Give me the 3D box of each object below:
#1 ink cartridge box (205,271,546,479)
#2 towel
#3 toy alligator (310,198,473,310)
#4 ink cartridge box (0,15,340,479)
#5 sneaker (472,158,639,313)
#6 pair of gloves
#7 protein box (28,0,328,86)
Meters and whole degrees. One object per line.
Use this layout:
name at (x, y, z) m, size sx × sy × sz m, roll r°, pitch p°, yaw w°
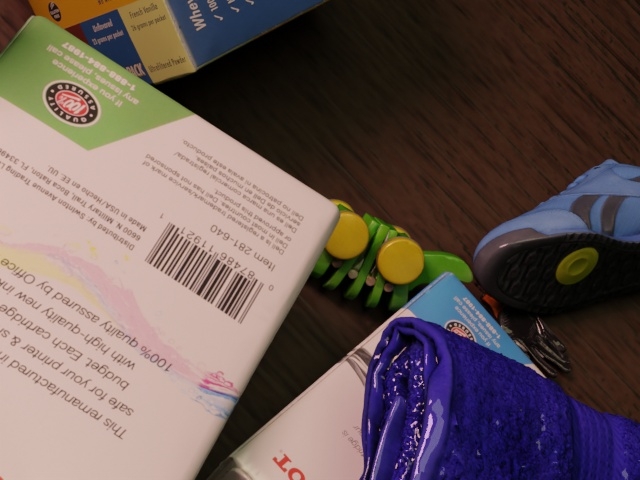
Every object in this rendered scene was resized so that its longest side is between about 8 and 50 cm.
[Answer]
ink cartridge box at (0.045, 0.130, 0.909) m, size 0.191 × 0.082 × 0.139 m, roll -38°, pitch 84°, yaw -34°
towel at (0.136, 0.193, 0.845) m, size 0.308 × 0.076 × 0.227 m, roll 27°, pitch 68°, yaw -32°
toy alligator at (0.000, 0.000, 0.984) m, size 0.190 × 0.056 × 0.051 m, roll 24°, pitch 96°, yaw -11°
ink cartridge box at (-0.144, 0.051, 0.844) m, size 0.201 × 0.117 × 0.278 m, roll 33°, pitch 54°, yaw -4°
sneaker at (0.174, -0.009, 1.061) m, size 0.209 × 0.069 × 0.082 m, roll -9°, pitch 47°, yaw -30°
pair of gloves at (0.115, 0.071, 1.019) m, size 0.074 × 0.010 × 0.083 m, roll 45°, pitch 51°, yaw 6°
protein box at (-0.077, -0.217, 0.973) m, size 0.201 × 0.136 × 0.199 m, roll -33°, pitch 105°, yaw -35°
